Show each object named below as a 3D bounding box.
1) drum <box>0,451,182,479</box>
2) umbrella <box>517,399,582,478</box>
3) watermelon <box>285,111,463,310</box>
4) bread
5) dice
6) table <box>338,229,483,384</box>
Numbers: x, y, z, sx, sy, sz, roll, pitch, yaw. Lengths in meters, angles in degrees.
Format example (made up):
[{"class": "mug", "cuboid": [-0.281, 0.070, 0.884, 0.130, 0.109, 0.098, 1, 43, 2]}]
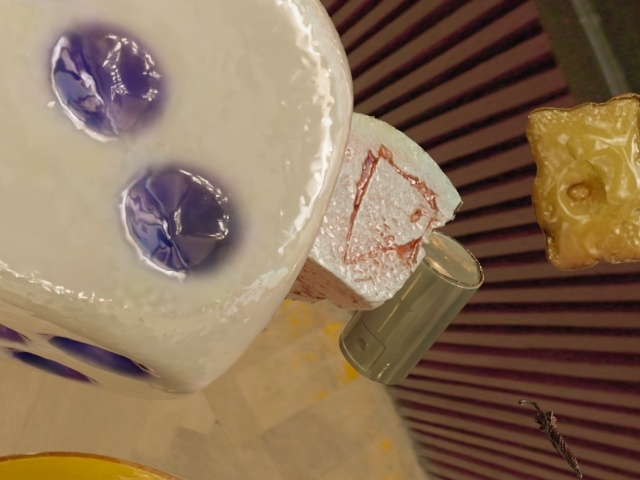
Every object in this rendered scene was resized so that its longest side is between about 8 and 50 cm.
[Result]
[{"class": "drum", "cuboid": [-0.202, 0.379, 0.799, 0.431, 0.214, 0.431, 14, 49, -17]}, {"class": "umbrella", "cuboid": [0.205, 0.169, 0.960, 0.022, 0.149, 0.022, 6, 106, -13]}, {"class": "watermelon", "cuboid": [0.000, 0.000, 1.213, 0.262, 0.201, 0.213, -32, 128, 25]}, {"class": "bread", "cuboid": [0.371, -0.078, 1.510, 0.161, 0.088, 0.233, -5, 95, 17]}, {"class": "dice", "cuboid": [-0.179, -0.065, 0.740, 0.304, 0.304, 0.277, 24, 74, -21]}, {"class": "table", "cuboid": [0.135, 0.101, 1.669, 0.126, 0.126, 0.220, 26, 121, -12]}]
